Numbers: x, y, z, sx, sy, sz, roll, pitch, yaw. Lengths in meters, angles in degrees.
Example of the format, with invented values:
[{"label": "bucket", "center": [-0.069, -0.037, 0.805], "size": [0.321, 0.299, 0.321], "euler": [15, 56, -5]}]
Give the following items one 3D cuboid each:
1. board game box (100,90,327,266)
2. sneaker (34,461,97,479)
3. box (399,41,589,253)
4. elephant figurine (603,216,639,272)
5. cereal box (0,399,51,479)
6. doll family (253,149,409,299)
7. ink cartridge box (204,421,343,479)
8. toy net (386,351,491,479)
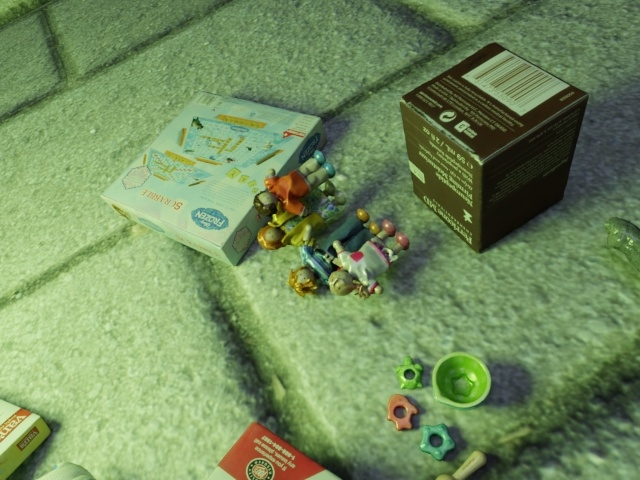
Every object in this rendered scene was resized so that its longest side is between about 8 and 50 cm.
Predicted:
[{"label": "board game box", "center": [-0.201, -0.139, 0.902], "size": [0.319, 0.066, 0.318], "euler": [21, 64, 28]}, {"label": "sneaker", "center": [-0.371, 0.418, 0.532], "size": [0.323, 0.130, 0.236], "euler": [-45, 45, -10]}, {"label": "box", "center": [0.237, -0.128, 0.672], "size": [0.167, 0.203, 0.168], "euler": [-33, 52, -7]}, {"label": "elephant figurine", "center": [0.466, 0.050, 0.509], "size": [0.186, 0.169, 0.239], "euler": [24, 45, -15]}, {"label": "cereal box", "center": [-0.543, 0.299, 0.673], "size": [0.240, 0.047, 0.173], "euler": [8, 36, 22]}, {"label": "doll family", "center": [0.000, 0.000, 0.730], "size": [0.163, 0.118, 0.263], "euler": [-38, 71, -19]}, {"label": "ink cartridge box", "center": [-0.069, 0.352, 0.441], "size": [0.197, 0.114, 0.273], "euler": [22, 49, 29]}, {"label": "toy net", "center": [0.130, 0.243, 0.539], "size": [0.122, 0.045, 0.232], "euler": [2, 56, 18]}]
